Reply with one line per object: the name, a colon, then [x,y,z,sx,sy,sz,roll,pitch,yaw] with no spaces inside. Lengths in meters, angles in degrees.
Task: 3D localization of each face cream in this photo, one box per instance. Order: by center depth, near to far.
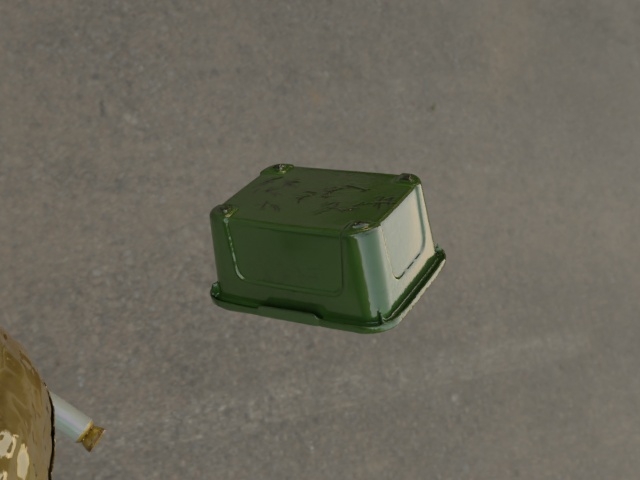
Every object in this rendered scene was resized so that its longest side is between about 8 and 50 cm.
face cream: [-0.463,0.301,1.544,0.182,0.072,0.051,36,69,-3]

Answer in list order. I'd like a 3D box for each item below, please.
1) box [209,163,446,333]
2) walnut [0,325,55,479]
box: [0.000,0.000,1.350,0.253,0.329,0.178,-47,133,-48]
walnut: [-0.258,0.136,0.523,0.198,0.198,0.245,48,19,-25]
